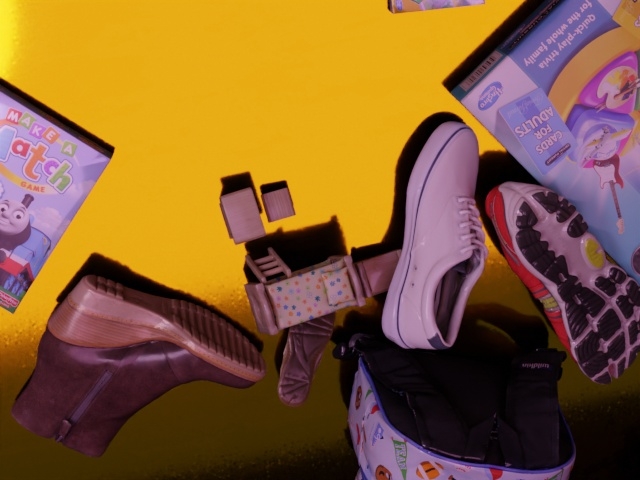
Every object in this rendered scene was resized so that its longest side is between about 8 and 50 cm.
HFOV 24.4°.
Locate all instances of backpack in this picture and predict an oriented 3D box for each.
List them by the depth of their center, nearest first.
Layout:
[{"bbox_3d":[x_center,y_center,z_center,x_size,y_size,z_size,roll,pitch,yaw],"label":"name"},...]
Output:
[{"bbox_3d":[0.152,0.235,1.630,0.276,0.263,0.213,4,104,-6],"label":"backpack"}]

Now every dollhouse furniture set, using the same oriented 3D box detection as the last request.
[{"bbox_3d":[0.000,0.000,1.637,0.181,0.101,0.161,-18,92,-11],"label":"dollhouse furniture set"}]

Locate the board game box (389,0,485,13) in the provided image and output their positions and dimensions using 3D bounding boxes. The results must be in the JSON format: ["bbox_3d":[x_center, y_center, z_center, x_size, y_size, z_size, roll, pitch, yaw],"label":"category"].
[{"bbox_3d":[0.121,-0.330,1.609,0.103,0.026,0.154,-7,104,-2],"label":"board game box"}]

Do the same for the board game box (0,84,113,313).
[{"bbox_3d":[-0.354,-0.048,1.641,0.160,0.039,0.211,32,99,-10],"label":"board game box"}]

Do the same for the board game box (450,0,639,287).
[{"bbox_3d":[0.354,-0.132,1.647,0.254,0.079,0.336,-45,102,7],"label":"board game box"}]

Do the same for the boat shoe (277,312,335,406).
[{"bbox_3d":[-0.020,0.125,1.702,0.050,0.045,0.135,22,81,-6],"label":"boat shoe"}]

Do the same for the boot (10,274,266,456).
[{"bbox_3d":[-0.209,0.164,1.696,0.248,0.090,0.207,24,113,-11],"label":"boot"}]

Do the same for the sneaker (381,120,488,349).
[{"bbox_3d":[0.146,-0.002,1.632,0.094,0.091,0.258,12,90,-48],"label":"sneaker"}]

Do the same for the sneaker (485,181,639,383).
[{"bbox_3d":[0.276,0.039,1.670,0.107,0.118,0.279,-37,116,-10],"label":"sneaker"}]
